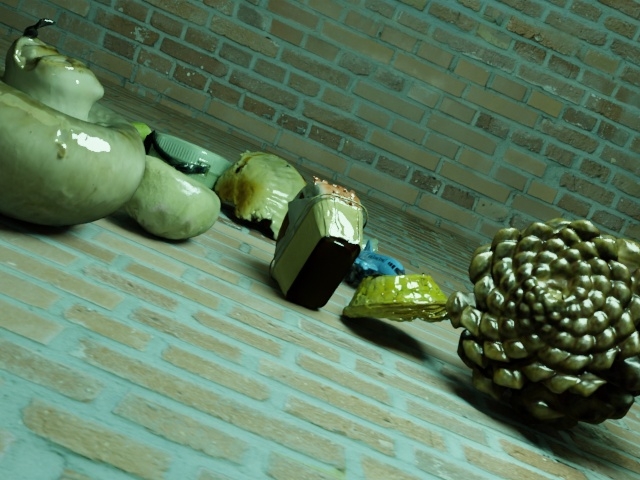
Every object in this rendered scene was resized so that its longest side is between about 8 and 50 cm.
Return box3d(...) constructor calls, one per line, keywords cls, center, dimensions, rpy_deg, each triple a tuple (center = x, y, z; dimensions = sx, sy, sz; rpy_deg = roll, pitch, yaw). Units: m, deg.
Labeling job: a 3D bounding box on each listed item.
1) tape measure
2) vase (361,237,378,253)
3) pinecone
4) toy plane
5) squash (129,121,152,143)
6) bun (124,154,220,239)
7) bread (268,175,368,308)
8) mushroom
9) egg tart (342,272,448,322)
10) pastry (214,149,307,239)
box3d(cls="tape measure", center=(-0.357, -0.196, 1.969), dimensions=(0.235, 0.115, 0.207), rpy_deg=(23, 4, 12))
box3d(cls="vase", center=(0.061, 0.010, 1.959), dimensions=(0.149, 0.081, 0.081), rpy_deg=(19, 11, -14))
box3d(cls="pinecone", center=(0.417, 0.158, 1.376), dimensions=(0.384, 0.384, 0.384), rpy_deg=(23, 10, -4))
box3d(cls="toy plane", center=(0.121, 0.067, 1.718), dimensions=(0.254, 0.105, 0.271), rpy_deg=(20, 12, -18))
box3d(cls="squash", center=(-0.520, -0.255, 1.985), dimensions=(0.094, 0.094, 0.224), rpy_deg=(28, 17, 20))
box3d(cls="bun", center=(-0.282, -0.070, 1.461), dimensions=(0.178, 0.127, 0.193), rpy_deg=(28, 0, 19))
box3d(cls="bread", center=(0.000, 0.000, 1.448), dimensions=(0.142, 0.224, 0.212), rpy_deg=(20, 32, -19))
box3d(cls="mushroom", center=(-0.433, -0.187, 1.216), dimensions=(0.362, 0.294, 0.362), rpy_deg=(23, 8, -4))
box3d(cls="egg tart", center=(0.144, 0.105, 1.441), dimensions=(0.213, 0.090, 0.212), rpy_deg=(1, -6, 0))
box3d(cls="pastry", center=(-0.107, -0.113, 1.922), dimensions=(0.237, 0.170, 0.256), rpy_deg=(13, 22, -41))
